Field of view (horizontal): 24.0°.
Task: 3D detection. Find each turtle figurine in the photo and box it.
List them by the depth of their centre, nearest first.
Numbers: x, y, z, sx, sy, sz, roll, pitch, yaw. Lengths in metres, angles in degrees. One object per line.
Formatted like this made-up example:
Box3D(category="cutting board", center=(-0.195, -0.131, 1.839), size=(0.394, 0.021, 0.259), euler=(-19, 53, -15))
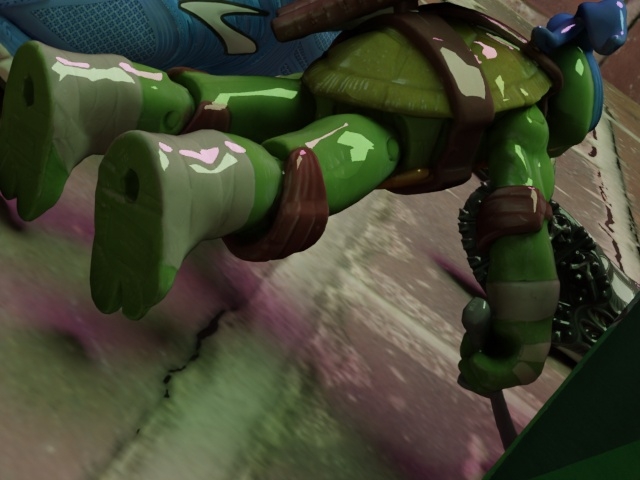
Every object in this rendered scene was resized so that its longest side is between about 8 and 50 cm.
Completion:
Box3D(category="turtle figurine", center=(0.000, 0.000, 0.663), size=(0.266, 0.274, 0.198), euler=(-3, 62, -37))

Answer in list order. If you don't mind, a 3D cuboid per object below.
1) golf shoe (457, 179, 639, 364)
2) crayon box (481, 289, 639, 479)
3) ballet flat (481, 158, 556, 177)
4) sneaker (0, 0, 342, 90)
Box3D(category="golf shoe", center=(0.166, 0.040, 0.969), size=(0.198, 0.077, 0.094), euler=(45, 6, 4))
Box3D(category="crayon box", center=(0.166, 0.156, 0.458), size=(0.278, 0.165, 0.081), euler=(46, 18, 31))
Box3D(category="ballet flat", center=(0.135, -0.097, 1.308), size=(0.070, 0.070, 0.188), euler=(17, 27, -50))
Box3D(category="sneaker", center=(-0.086, -0.138, 0.780), size=(0.130, 0.147, 0.330), euler=(45, 18, 25))
